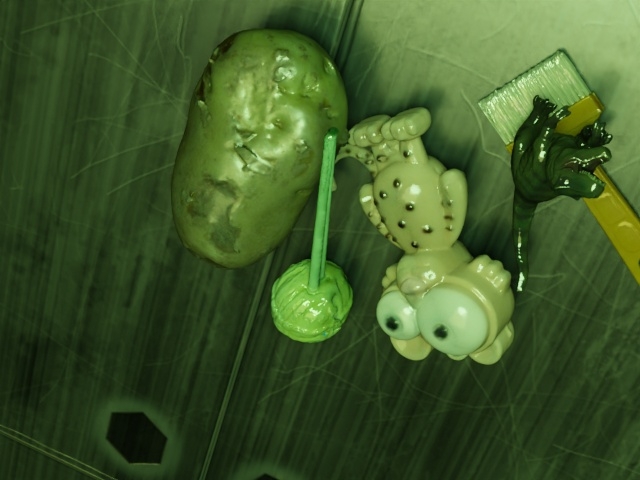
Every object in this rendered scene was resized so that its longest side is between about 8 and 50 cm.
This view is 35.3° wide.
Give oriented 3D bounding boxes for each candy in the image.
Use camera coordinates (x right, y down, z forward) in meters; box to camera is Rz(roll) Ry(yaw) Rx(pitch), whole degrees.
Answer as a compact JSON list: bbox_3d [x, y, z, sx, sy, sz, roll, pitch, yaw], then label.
[{"bbox_3d":[0.000,0.000,1.019,0.093,0.092,0.335,-9,146,-12],"label":"candy"}]

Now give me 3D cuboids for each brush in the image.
[{"bbox_3d":[0.274,-0.054,1.003,0.103,0.013,0.272,-31,102,30],"label":"brush"}]

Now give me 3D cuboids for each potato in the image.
[{"bbox_3d":[-0.071,-0.093,1.020,0.165,0.165,0.262,31,117,3],"label":"potato"}]

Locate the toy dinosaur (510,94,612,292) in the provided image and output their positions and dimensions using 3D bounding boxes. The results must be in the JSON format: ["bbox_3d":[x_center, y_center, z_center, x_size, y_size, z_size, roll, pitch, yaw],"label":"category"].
[{"bbox_3d":[0.199,-0.040,0.940,0.087,0.187,0.179,28,95,6],"label":"toy dinosaur"}]

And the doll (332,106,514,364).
[{"bbox_3d":[0.104,0.002,1.037,0.154,0.119,0.278,-17,103,41],"label":"doll"}]
